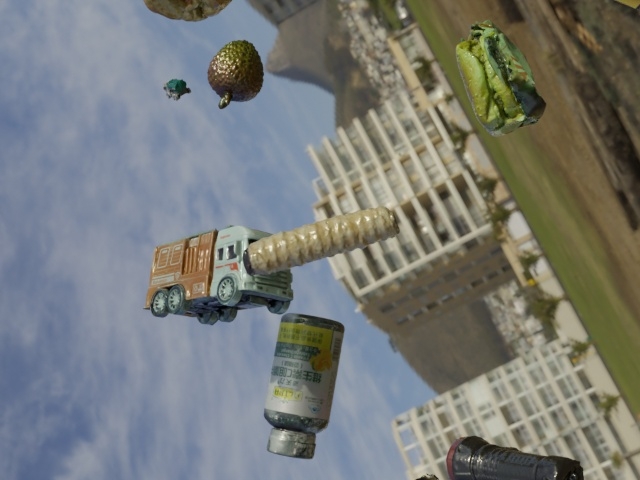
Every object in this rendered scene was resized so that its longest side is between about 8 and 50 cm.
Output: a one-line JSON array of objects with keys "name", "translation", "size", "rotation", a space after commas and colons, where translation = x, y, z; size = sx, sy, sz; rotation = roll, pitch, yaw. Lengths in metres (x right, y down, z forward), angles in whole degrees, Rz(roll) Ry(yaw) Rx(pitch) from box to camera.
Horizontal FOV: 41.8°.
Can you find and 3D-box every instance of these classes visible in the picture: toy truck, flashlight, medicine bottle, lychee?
[{"name": "toy truck", "translation": [-0.185, 0.059, 1.531], "size": [0.136, 0.305, 0.162], "rotation": [15, -110, -43]}, {"name": "flashlight", "translation": [0.296, 0.350, 1.280], "size": [0.093, 0.232, 0.092], "rotation": [6, -100, -34]}, {"name": "toy truck", "translation": [-0.325, -0.343, 1.889], "size": [0.083, 0.039, 0.044], "rotation": [22, 141, 57]}, {"name": "medicine bottle", "translation": [-0.039, 0.308, 1.773], "size": [0.141, 0.142, 0.293], "rotation": [33, -115, -67]}, {"name": "lychee", "translation": [-0.166, -0.323, 1.641], "size": [0.114, 0.114, 0.146], "rotation": [45, -123, -55]}]

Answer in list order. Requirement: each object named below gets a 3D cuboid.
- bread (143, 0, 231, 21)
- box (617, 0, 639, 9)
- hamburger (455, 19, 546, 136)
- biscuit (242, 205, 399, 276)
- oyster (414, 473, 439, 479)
[{"name": "bread", "translation": [-0.271, -0.539, 1.696], "size": [0.244, 0.245, 0.134], "rotation": [43, -135, -59]}, {"name": "box", "translation": [0.626, -0.610, 1.799], "size": [0.129, 0.033, 0.247], "rotation": [16, -123, -15]}, {"name": "hamburger", "translation": [0.316, -0.297, 1.523], "size": [0.214, 0.125, 0.235], "rotation": [61, -157, 5]}, {"name": "biscuit", "translation": [0.000, 0.000, 1.160], "size": [0.061, 0.219, 0.055], "rotation": [83, 172, -88]}, {"name": "oyster", "translation": [0.234, 0.711, 2.027], "size": [0.094, 0.166, 0.294], "rotation": [-19, -72, -67]}]
